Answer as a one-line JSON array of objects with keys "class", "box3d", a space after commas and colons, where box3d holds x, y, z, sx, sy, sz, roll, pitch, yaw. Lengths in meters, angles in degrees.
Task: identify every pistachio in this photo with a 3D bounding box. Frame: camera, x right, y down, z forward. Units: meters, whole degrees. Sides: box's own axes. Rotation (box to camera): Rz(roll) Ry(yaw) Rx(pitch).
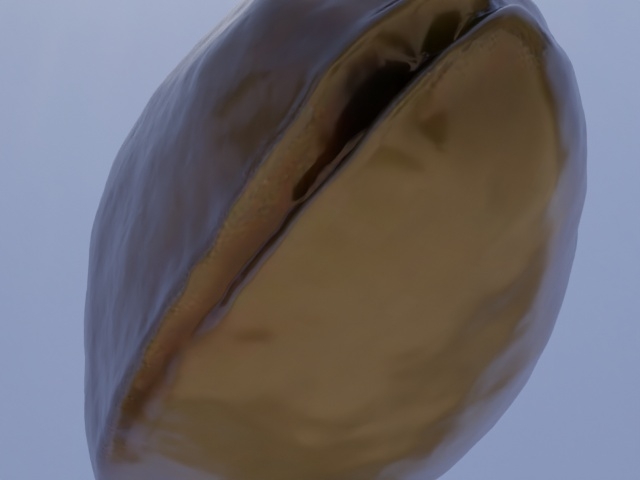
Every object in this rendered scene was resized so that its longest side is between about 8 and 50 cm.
[{"class": "pistachio", "box3d": [0.000, 0.000, 0.431, 0.126, 0.108, 0.185, -34, -16, -34]}]
